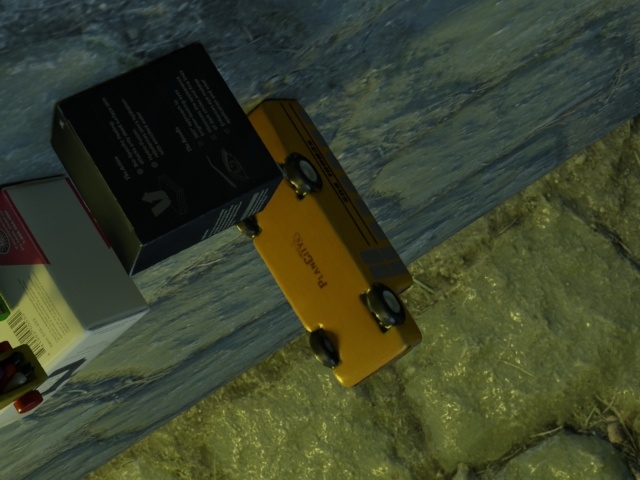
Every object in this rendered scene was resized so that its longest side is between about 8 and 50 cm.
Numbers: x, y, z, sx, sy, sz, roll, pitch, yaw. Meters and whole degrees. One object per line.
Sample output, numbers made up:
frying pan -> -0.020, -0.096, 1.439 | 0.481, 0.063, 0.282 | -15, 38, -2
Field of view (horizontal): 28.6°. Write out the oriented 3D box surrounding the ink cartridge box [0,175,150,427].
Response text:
ink cartridge box -> -0.317, 0.072, 1.309 | 0.237, 0.172, 0.100 | -39, 168, 33

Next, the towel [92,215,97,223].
towel -> -0.290, -0.005, 1.483 | 0.060, 0.009, 0.083 | -27, 168, -24

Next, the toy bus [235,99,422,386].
toy bus -> 0.000, 0.000, 1.460 | 0.108, 0.332, 0.130 | -38, 168, 25

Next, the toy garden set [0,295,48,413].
toy garden set -> -0.375, 0.089, 1.136 | 0.244, 0.204, 0.049 | -21, 164, -50

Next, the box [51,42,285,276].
box -> -0.146, -0.076, 1.183 | 0.158, 0.156, 0.093 | -28, 169, -24
